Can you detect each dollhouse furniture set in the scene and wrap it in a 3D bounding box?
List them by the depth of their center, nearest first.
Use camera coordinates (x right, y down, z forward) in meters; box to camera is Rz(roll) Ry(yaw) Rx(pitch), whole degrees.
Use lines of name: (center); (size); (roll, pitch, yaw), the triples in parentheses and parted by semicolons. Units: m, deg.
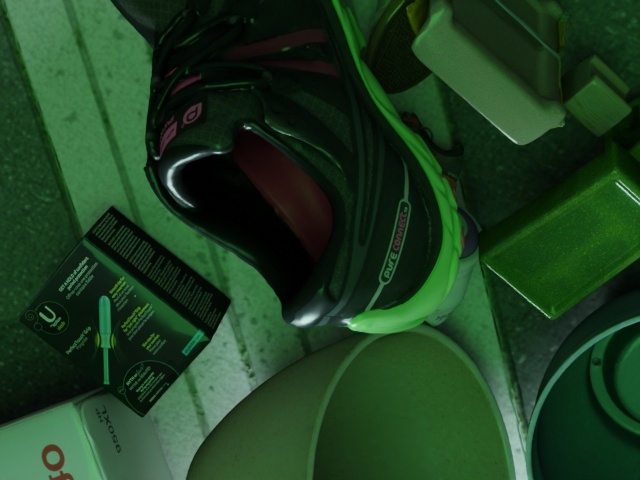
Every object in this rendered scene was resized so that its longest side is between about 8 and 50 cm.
dollhouse furniture set: (0.156, -0.113, 1.211); (0.301, 0.197, 0.151); (39, 124, -20)

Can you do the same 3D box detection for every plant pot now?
plant pot: (0.341, 0.160, 1.308); (0.293, 0.196, 0.293); (3, 110, 7)

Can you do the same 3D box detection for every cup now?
cup: (0.006, 0.257, 1.355); (0.237, 0.331, 0.331); (-11, 111, 38)

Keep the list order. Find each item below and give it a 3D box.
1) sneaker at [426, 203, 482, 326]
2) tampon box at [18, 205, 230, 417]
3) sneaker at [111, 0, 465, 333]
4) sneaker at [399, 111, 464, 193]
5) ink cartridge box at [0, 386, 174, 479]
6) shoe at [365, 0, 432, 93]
sneaker: (0.000, 0.000, 1.338); (0.305, 0.114, 0.152); (22, 139, 13)
tampon box: (-0.195, 0.070, 1.398); (0.161, 0.101, 0.120); (40, 110, -7)
sneaker: (-0.066, -0.126, 1.182); (0.482, 0.202, 0.185); (53, 130, 22)
sneaker: (0.065, -0.097, 1.334); (0.158, 0.061, 0.064); (23, 85, -2)
ink cartridge box: (-0.339, 0.347, 1.454); (0.395, 0.166, 0.285); (-21, 89, 15)
shoe: (0.102, -0.234, 1.273); (0.077, 0.058, 0.219); (18, 117, -21)
